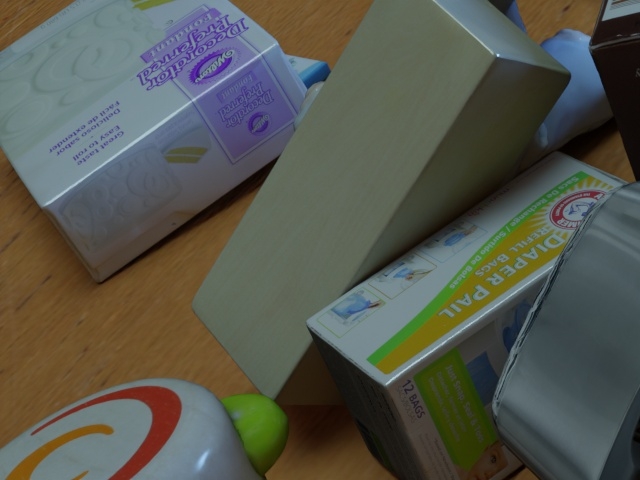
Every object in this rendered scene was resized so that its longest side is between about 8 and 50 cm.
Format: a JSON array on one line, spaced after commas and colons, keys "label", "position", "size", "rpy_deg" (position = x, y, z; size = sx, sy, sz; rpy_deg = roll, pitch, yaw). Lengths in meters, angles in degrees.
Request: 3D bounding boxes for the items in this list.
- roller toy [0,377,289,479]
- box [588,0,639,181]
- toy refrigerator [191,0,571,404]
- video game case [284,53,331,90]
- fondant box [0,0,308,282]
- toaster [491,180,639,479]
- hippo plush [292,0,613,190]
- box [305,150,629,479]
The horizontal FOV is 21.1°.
[{"label": "roller toy", "position": [-0.114, 0.187, 0.987], "size": [0.209, 0.146, 0.191], "rpy_deg": [-17, 22, 27]}, {"label": "box", "position": [0.283, -0.095, 1.058], "size": [0.167, 0.203, 0.168], "rpy_deg": [-9, 34, 26]}, {"label": "toy refrigerator", "position": [0.037, -0.028, 1.097], "size": [0.102, 0.094, 0.269], "rpy_deg": [46, 115, 33]}, {"label": "video game case", "position": [-0.082, -0.137, 1.591], "size": [0.119, 0.015, 0.166], "rpy_deg": [-41, 33, -23]}, {"label": "fondant box", "position": [-0.169, -0.126, 1.538], "size": [0.238, 0.096, 0.330], "rpy_deg": [-36, 34, -6]}, {"label": "toaster", "position": [0.186, 0.075, 0.914], "size": [0.227, 0.129, 0.146], "rpy_deg": [-64, 28, 6]}, {"label": "hippo plush", "position": [0.073, -0.159, 1.232], "size": [0.234, 0.237, 0.294], "rpy_deg": [6, 32, 31]}, {"label": "box", "position": [0.113, 0.053, 1.050], "size": [0.203, 0.114, 0.103], "rpy_deg": [-33, 31, -14]}]
